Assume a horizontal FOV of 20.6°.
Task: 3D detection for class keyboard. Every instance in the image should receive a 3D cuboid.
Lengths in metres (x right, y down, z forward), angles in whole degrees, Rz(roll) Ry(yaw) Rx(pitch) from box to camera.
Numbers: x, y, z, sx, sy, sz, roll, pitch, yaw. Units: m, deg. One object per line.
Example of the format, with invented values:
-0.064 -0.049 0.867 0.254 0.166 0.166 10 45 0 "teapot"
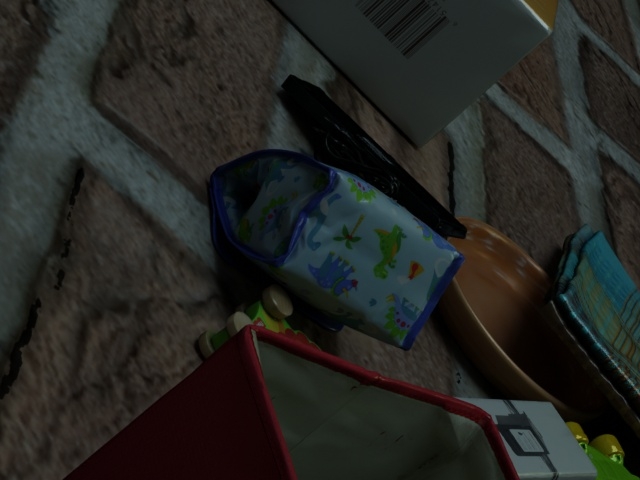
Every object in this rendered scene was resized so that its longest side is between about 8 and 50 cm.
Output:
0.030 -0.062 1.409 0.192 0.038 0.100 45 11 25 "keyboard"

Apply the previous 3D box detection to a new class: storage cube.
-0.012 0.185 0.788 0.184 0.193 0.215 23 36 -44 "storage cube"

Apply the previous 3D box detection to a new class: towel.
0.293 0.119 1.512 0.271 0.040 0.370 51 14 1 "towel"

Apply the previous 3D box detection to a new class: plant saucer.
0.157 0.069 1.436 0.200 0.037 0.200 39 27 -24 "plant saucer"

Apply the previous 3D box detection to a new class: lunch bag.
0.000 0.000 1.206 0.129 0.096 0.151 35 -2 -30 "lunch bag"

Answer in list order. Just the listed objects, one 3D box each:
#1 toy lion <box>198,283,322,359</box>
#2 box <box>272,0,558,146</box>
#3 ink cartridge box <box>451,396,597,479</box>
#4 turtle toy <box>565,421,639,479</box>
-0.025 0.081 1.123 0.096 0.034 0.100 57 24 -1 "toy lion"
0.101 -0.271 1.680 0.215 0.168 0.345 44 24 -11 "box"
0.089 0.155 1.106 0.150 0.109 0.063 10 41 -55 "ink cartridge box"
0.203 0.194 1.294 0.130 0.066 0.095 23 35 -46 "turtle toy"
